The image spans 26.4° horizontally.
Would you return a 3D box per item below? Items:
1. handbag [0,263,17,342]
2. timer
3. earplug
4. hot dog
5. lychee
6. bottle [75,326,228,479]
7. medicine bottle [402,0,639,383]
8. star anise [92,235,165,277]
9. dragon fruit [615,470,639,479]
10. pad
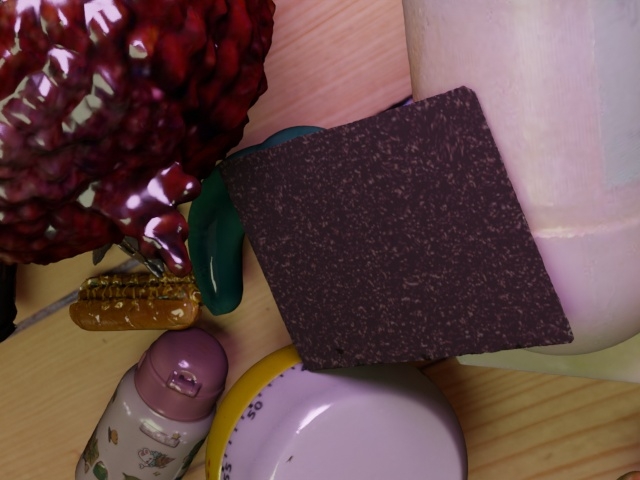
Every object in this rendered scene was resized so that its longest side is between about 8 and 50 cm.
[{"bbox_3d":[-0.441,0.022,1.510,0.215,0.155,0.169,17,116,15],"label":"handbag"},{"bbox_3d":[-0.002,0.219,1.421,0.285,0.285,0.285,10,121,17],"label":"timer"},{"bbox_3d":[-0.007,-0.001,1.317,0.257,0.280,0.164,-38,131,-1],"label":"earplug"},{"bbox_3d":[-0.196,0.067,1.488,0.165,0.071,0.045,-4,128,24],"label":"hot dog"},{"bbox_3d":[-0.237,-0.168,1.173,0.424,0.424,0.500,-40,72,34],"label":"lychee"},{"bbox_3d":[-0.182,0.201,1.531,0.120,0.120,0.253,33,123,2],"label":"bottle"},{"bbox_3d":[0.201,-0.058,1.153,0.236,0.236,0.406,2,118,21],"label":"medicine bottle"},{"bbox_3d":[-0.224,-0.047,1.442,0.195,0.065,0.182,8,125,13],"label":"star anise"},{"bbox_3d":[0.377,0.296,1.310,0.227,0.224,0.224,-21,109,34],"label":"dragon fruit"},{"bbox_3d":[0.051,0.003,1.157,0.330,0.004,0.220,-12,105,49],"label":"pad"}]
